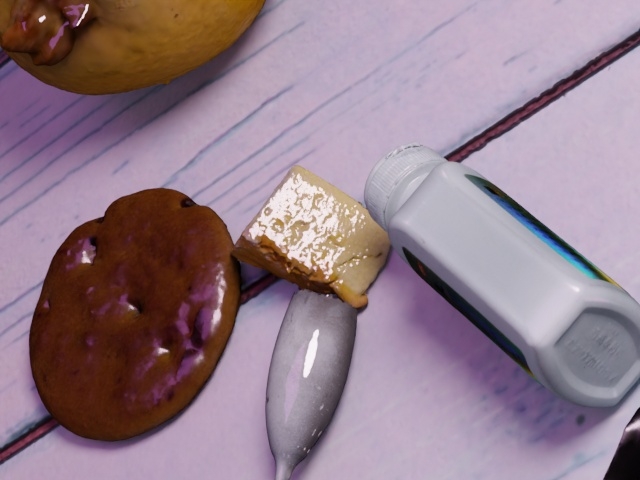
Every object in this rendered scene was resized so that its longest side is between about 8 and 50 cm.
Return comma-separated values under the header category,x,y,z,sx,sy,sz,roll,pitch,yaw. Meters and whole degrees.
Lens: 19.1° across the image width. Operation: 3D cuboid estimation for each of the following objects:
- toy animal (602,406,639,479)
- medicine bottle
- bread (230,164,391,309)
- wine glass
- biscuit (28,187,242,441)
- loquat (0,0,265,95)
category,x,y,z,sx,sy,sz,roll,pitch,yaw
toy animal,0.265,0.122,1.111,0.179,0.138,0.166,19,98,33
medicine bottle,0.116,0.014,1.275,0.083,0.121,0.229,-50,47,4
bread,0.000,0.000,1.433,0.109,0.080,0.084,32,77,1
wine glass,-0.016,0.134,1.351,0.066,0.066,0.198,-1,64,36
biscuit,-0.151,0.057,1.506,0.212,0.036,0.212,-17,58,29
loquat,-0.172,-0.243,1.534,0.274,0.275,0.275,-17,57,28
